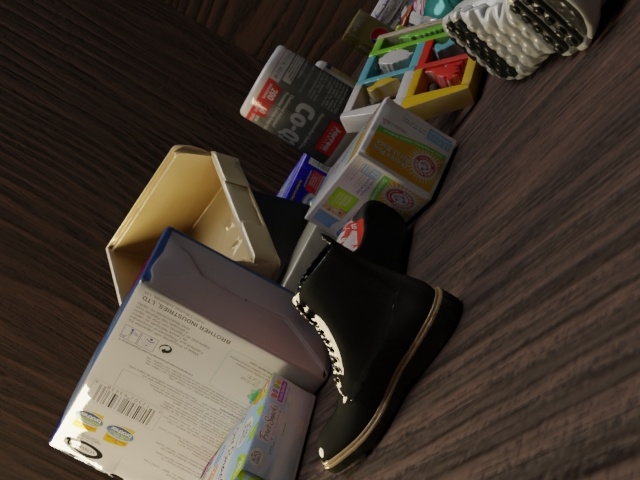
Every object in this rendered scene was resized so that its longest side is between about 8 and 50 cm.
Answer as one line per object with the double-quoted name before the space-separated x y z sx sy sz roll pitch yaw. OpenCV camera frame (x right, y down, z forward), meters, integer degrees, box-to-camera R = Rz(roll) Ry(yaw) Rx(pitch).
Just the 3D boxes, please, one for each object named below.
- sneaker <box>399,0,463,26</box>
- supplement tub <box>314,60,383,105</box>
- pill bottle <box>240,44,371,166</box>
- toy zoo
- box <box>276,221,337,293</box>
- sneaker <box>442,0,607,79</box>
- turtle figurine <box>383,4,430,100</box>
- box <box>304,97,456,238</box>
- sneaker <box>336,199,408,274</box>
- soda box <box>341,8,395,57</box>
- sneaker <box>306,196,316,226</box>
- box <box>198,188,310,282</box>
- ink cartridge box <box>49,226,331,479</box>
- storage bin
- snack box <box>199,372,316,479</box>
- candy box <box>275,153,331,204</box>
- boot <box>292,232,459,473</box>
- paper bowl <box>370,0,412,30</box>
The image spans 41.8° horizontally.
"sneaker" 0.233 -0.455 1.511 0.178 0.124 0.295 -63 14 15
"supplement tub" 0.046 -0.281 1.818 0.144 0.200 0.144 -58 7 11
"pill bottle" -0.001 -0.248 1.667 0.161 0.283 0.161 -58 8 13
"toy zoo" 0.142 -0.240 1.215 0.192 0.030 0.293 -9 36 27
"box" 0.018 0.010 1.267 0.275 0.094 0.113 -63 7 -19
"sneaker" 0.226 -0.250 0.891 0.118 0.110 0.292 -53 15 -6
"turtle figurine" 0.148 -0.249 1.453 0.269 0.087 0.217 88 -159 -59
"box" 0.077 -0.079 1.125 0.103 0.114 0.203 -63 7 -30
"sneaker" 0.027 0.070 0.991 0.145 0.090 0.270 -56 4 32
"soda box" 0.136 -0.388 1.690 0.058 0.181 0.061 -61 8 -8
"sneaker" 0.000 0.000 1.582 0.067 0.078 0.188 54 136 42
"box" -0.161 0.078 1.592 0.312 0.179 0.343 -167 91 -83
"ink cartridge box" -0.193 0.216 1.172 0.395 0.270 0.151 -56 9 27
"storage bin" -0.204 0.028 1.318 0.260 0.123 0.262 -51 43 28
"snack box" -0.095 0.290 1.014 0.207 0.070 0.174 -54 9 28
"candy box" -0.072 -0.035 1.963 0.317 0.122 0.268 -48 15 55
"boot" 0.014 0.099 0.753 0.197 0.137 0.077 -59 7 11
"paper bowl" 0.224 -0.537 1.829 0.284 0.148 0.284 -59 7 11
